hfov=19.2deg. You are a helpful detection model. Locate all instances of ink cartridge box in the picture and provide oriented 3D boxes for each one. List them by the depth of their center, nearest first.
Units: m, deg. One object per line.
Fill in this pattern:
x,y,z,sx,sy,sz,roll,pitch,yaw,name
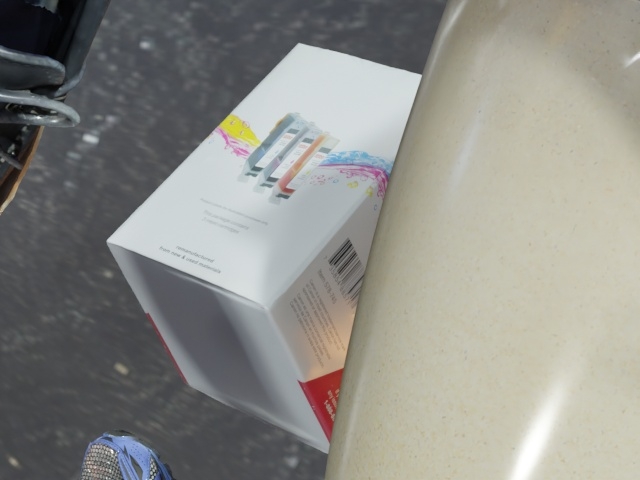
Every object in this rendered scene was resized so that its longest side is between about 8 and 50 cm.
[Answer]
0.000,0.000,1.052,0.176,0.127,0.128,-47,136,-24,ink cartridge box

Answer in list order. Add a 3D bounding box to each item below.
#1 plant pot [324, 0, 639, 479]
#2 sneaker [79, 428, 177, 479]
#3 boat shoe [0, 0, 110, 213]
0.109,0.066,0.800,0.256,0.256,0.274,29,85,-25,plant pot
-0.131,0.217,1.068,0.087,0.083,0.221,13,82,-44,sneaker
-0.208,-0.130,1.027,0.187,0.156,0.500,24,121,-16,boat shoe
